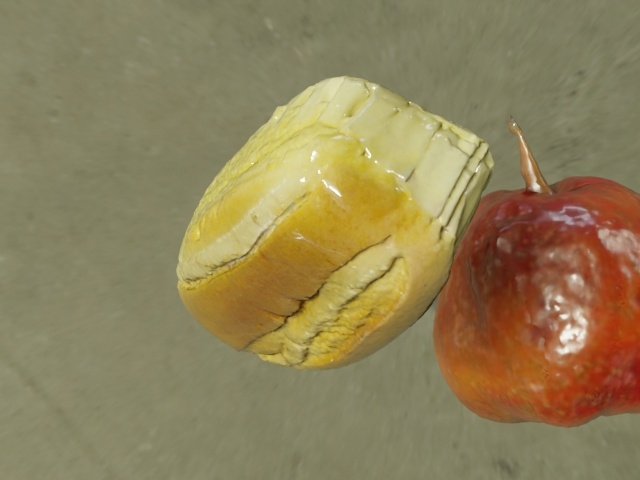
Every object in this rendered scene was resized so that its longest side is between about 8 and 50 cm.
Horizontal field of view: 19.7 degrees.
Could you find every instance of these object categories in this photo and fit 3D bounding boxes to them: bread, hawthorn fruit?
[{"bbox_3d":[0.000,0.000,1.087,0.140,0.236,0.106,31,60,-9],"label":"bread"},{"bbox_3d":[0.185,0.019,1.439,0.207,0.207,0.243,-12,92,4],"label":"hawthorn fruit"}]
